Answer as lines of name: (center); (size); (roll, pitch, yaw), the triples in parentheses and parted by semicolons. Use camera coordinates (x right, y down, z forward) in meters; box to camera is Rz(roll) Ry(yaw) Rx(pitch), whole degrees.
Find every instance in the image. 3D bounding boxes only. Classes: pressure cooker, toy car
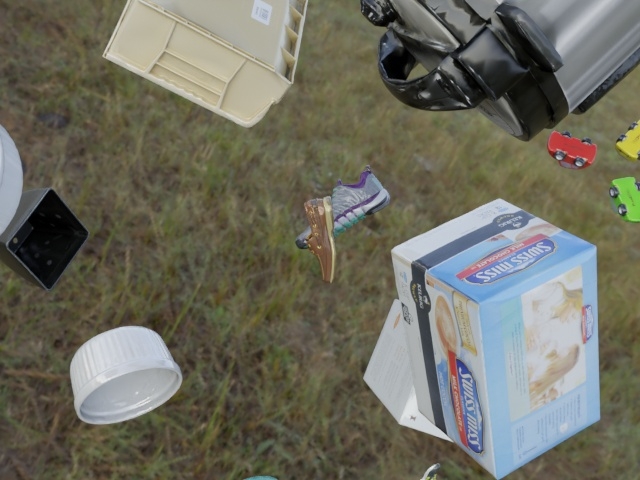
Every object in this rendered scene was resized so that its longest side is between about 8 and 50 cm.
pressure cooker: (0.249, -0.341, 1.145); (0.375, 0.420, 0.370); (49, 6, 21)
toy car: (0.579, -0.125, 1.705); (0.238, 0.053, 0.225); (-9, 64, -9)

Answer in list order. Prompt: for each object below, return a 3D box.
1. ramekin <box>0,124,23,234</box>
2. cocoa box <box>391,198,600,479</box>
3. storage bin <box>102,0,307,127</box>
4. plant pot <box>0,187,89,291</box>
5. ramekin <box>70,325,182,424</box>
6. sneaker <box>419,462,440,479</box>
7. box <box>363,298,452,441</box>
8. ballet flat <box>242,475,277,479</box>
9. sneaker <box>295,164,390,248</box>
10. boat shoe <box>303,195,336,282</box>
ramekin: (-0.584, -0.097, 1.287); (0.277, 0.277, 0.135); (33, -5, 8)
cocoa box: (0.289, 0.154, 1.396); (0.231, 0.347, 0.228); (-23, 31, -20)
storage bin: (-0.166, -0.344, 1.353); (0.260, 0.123, 0.262); (26, 44, -19)
plant pot: (-0.722, -0.013, 2.132); (0.166, 0.188, 0.187); (10, 56, 29)
ramekin: (-0.380, 0.253, 1.660); (0.207, 0.207, 0.109); (4, 48, -45)
sneaker: (0.244, 0.529, 1.912); (0.035, 0.083, 0.031); (38, 15, 23)
box: (0.242, 0.282, 1.915); (0.168, 0.215, 0.345); (21, 3, -11)
ballet flat: (-0.173, 0.526, 1.716); (0.080, 0.073, 0.232); (12, 8, 40)
sneaker: (0.033, -0.068, 1.838); (0.098, 0.223, 0.083); (60, 1, 10)
boat shoe: (0.000, 0.000, 1.720); (0.060, 0.178, 0.064); (-5, 18, 1)
